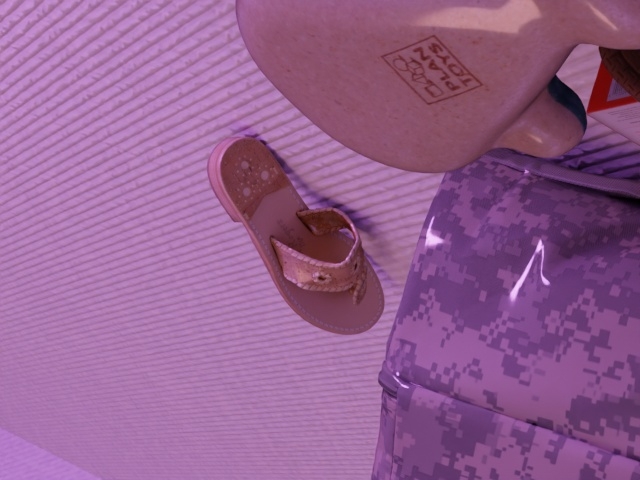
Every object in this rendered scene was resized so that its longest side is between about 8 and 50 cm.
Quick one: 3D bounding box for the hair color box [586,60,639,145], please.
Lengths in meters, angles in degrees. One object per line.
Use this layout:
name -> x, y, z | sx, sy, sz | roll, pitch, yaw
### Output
hair color box -> 0.237, -0.068, 0.939 | 0.141, 0.043, 0.072 | 27, 162, -26

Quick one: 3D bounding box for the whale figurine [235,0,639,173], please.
whale figurine -> 0.079, -0.138, 0.836 | 0.216, 0.141, 0.272 | 42, 152, -22

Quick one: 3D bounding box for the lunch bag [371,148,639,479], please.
lunch bag -> 0.205, 0.080, 1.093 | 0.305, 0.212, 0.256 | 17, 112, 37

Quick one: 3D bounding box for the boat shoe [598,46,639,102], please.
boat shoe -> 0.277, -0.078, 0.837 | 0.257, 0.095, 0.095 | 20, -174, 21

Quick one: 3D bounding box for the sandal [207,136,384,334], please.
sandal -> -0.004, 0.005, 1.395 | 0.240, 0.088, 0.079 | 50, 159, -26
